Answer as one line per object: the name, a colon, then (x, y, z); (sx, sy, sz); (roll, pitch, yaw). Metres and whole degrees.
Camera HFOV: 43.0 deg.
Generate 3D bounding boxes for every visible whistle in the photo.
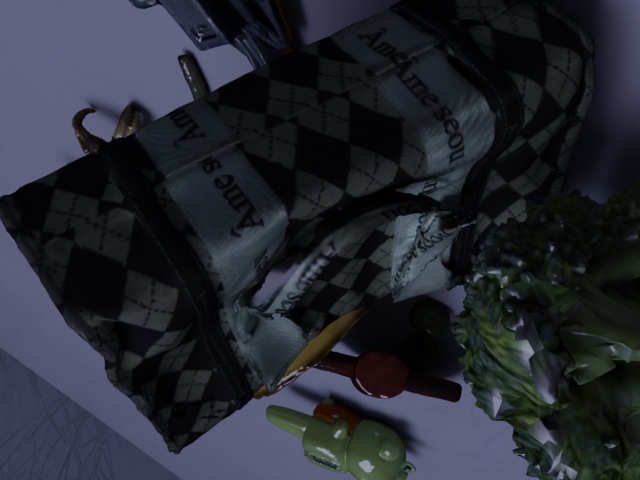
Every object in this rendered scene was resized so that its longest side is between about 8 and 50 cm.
whistle: (0.034, 0.343, 1.406); (0.288, 0.106, 0.131); (17, 147, 26)

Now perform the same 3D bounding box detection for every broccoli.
broccoli: (0.271, 0.054, 0.624); (0.375, 0.249, 0.302); (22, 134, -26)

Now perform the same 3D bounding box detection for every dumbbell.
dumbbell: (0.136, 0.124, 1.061); (0.052, 0.046, 0.118); (30, 150, 17)

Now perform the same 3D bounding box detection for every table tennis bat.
table tennis bat: (0.057, 0.168, 1.039); (0.268, 0.051, 0.415); (14, 172, 1)

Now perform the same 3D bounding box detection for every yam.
yam: (-0.124, -0.127, 0.987); (0.027, 0.029, 0.234); (-9, 133, 15)

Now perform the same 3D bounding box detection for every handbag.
handbag: (0.000, 0.000, 0.669); (0.180, 0.416, 0.317); (52, 162, 32)

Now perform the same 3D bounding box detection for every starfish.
starfish: (-0.255, -0.100, 1.110); (0.146, 0.074, 0.190); (-5, 134, 40)

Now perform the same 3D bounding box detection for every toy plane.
toy plane: (-0.089, -0.210, 0.757); (0.204, 0.103, 0.316); (0, 135, 43)

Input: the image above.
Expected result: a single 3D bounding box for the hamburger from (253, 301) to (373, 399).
hamburger: (-0.068, 0.030, 0.947); (0.186, 0.261, 0.302); (46, 176, -9)
